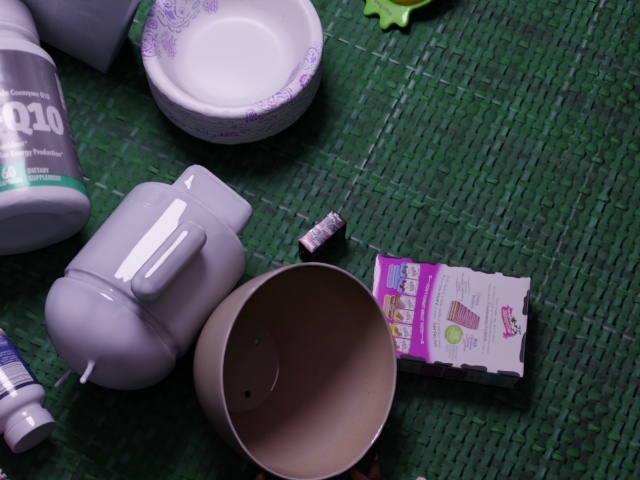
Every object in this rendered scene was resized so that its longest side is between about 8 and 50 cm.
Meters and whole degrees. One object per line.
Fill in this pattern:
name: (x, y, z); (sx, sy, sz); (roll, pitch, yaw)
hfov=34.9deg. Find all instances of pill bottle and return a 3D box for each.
pill bottle: (-0.450, 0.213, 1.445); (0.094, 0.094, 0.169); (-35, 72, -15)
pill bottle: (-0.484, -0.177, 1.540); (0.204, 0.204, 0.361); (-16, 72, -8)

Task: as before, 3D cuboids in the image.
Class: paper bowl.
paper bowl: (-0.137, -0.286, 1.635); (0.284, 0.148, 0.284); (0, 66, -1)

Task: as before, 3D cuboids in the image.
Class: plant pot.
plant pot: (-0.063, 0.175, 1.397); (0.284, 0.191, 0.284); (3, 85, -36)

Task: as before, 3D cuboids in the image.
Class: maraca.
maraca: (0.150, -0.446, 1.740); (0.127, 0.099, 0.185); (43, 98, 24)

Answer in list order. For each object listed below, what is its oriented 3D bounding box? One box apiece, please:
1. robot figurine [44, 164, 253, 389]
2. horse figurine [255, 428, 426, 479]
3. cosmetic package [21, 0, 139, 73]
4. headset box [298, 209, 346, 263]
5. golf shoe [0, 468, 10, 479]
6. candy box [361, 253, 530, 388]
robot figurine: (-0.241, 0.061, 1.416); (0.200, 0.300, 0.353); (37, 63, -5)
horse figurine: (0.018, 0.361, 1.408); (0.263, 0.066, 0.174); (-23, 63, -13)
cosmetic package: (-0.457, -0.437, 1.561); (0.377, 0.284, 0.097); (28, 68, -12)
headset box: (0.000, 0.000, 1.562); (0.083, 0.062, 0.032); (-41, 73, -16)
golf shoe: (-0.450, 0.412, 1.353); (0.140, 0.115, 0.306); (-30, 69, -9)
candy box: (0.185, 0.120, 1.509); (0.234, 0.071, 0.159); (9, 67, 3)
